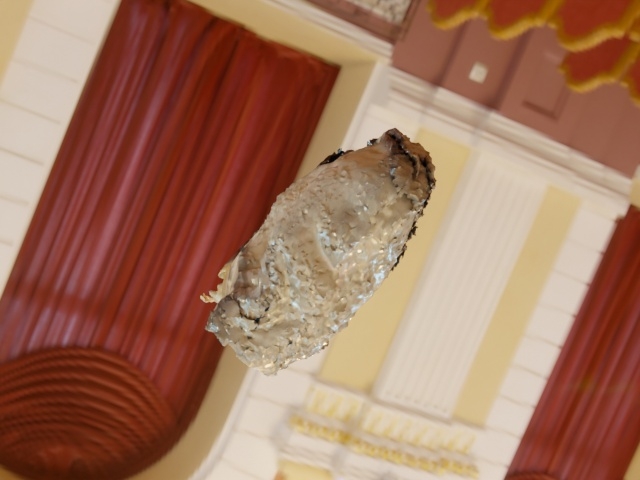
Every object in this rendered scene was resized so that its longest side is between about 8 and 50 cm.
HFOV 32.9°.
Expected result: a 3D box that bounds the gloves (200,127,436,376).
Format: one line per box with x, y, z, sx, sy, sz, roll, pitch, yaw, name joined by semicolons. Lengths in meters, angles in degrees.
0.003;0.003;0.607;0.070;0.153;0.114;37;-174;-11;gloves
